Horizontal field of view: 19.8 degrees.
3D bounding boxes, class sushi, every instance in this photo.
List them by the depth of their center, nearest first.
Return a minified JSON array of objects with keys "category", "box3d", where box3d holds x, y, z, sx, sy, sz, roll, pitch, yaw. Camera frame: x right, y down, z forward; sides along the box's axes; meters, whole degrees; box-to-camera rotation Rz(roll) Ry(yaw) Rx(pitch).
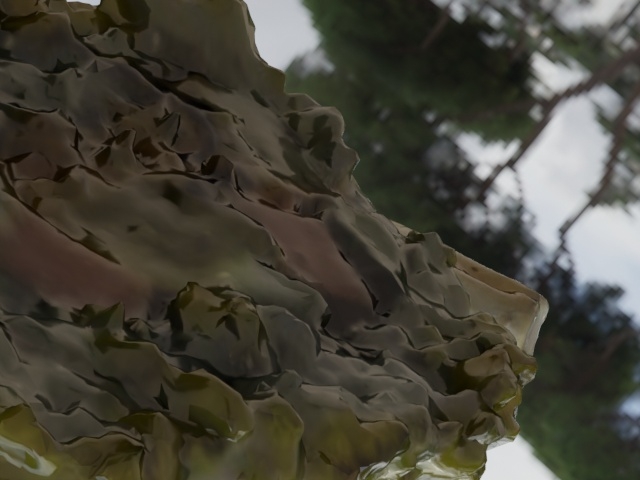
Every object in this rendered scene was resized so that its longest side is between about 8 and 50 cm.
[{"category":"sushi","box3d":[-0.126,0.044,0.765,0.397,0.240,0.351,-3,-137,-50]}]

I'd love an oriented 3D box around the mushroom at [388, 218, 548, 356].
[{"category":"mushroom","box3d":[0.000,0.000,1.259,0.351,0.095,0.123,31,-140,34]}]
